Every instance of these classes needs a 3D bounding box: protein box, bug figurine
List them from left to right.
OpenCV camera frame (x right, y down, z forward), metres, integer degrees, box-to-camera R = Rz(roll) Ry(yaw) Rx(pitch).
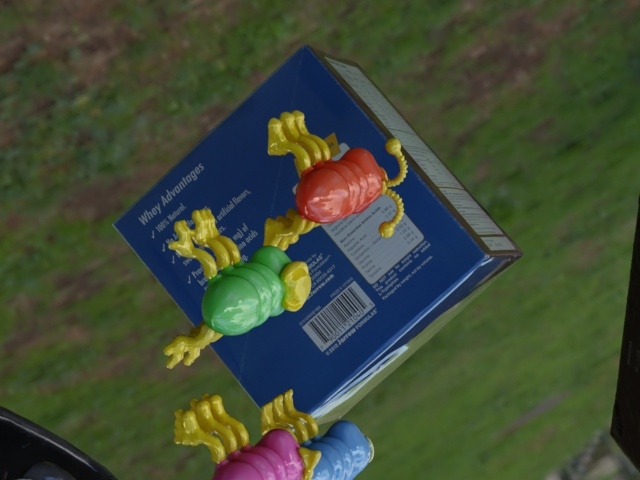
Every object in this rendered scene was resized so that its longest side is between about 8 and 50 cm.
[{"bbox_3d":[-0.017,0.070,1.070,0.072,0.279,0.216,11,-159,25],"label":"bug figurine"},{"bbox_3d":[0.000,0.000,1.276,0.200,0.201,0.136,-42,168,13],"label":"protein box"}]

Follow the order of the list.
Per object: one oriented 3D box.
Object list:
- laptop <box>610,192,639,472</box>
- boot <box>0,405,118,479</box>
[{"bbox_3d":[0.338,0.105,1.282,0.137,0.264,0.234,-5,115,-16],"label":"laptop"},{"bbox_3d":[-0.262,0.130,0.713,0.338,0.118,0.222,19,105,-26],"label":"boot"}]
